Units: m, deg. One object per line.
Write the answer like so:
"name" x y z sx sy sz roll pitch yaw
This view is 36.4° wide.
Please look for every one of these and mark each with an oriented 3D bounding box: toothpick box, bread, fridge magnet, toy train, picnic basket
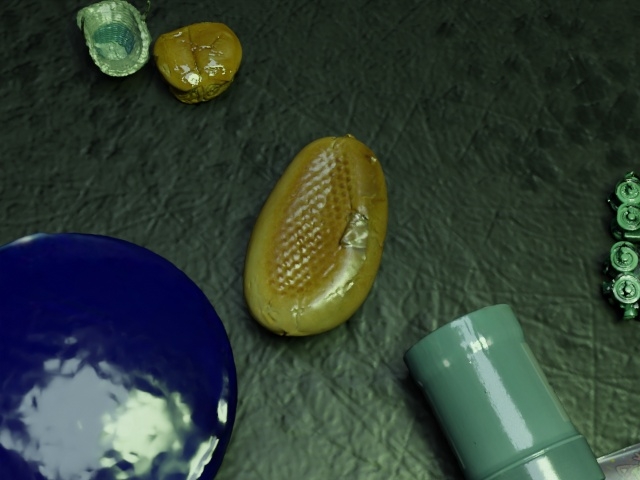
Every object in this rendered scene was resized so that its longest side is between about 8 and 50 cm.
"toothpick box" 0.143 0.140 0.771 0.101 0.101 0.153 -20 68 -13
"bread" 0.000 0.000 0.838 0.114 0.077 0.189 10 65 22
"fridge magnet" -0.196 0.118 0.748 0.266 0.112 0.265 1 66 -3
"bread" -0.116 -0.169 0.921 0.083 0.046 0.081 7 63 0
"toy train" 0.294 0.006 0.877 0.071 0.038 0.147 11 66 1
"picnic basket" -0.191 -0.194 0.907 0.065 0.083 0.083 -18 71 -18

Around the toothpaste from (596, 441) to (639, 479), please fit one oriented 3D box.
"toothpaste" 0.340 0.183 0.790 0.299 0.073 0.114 -23 69 -6
